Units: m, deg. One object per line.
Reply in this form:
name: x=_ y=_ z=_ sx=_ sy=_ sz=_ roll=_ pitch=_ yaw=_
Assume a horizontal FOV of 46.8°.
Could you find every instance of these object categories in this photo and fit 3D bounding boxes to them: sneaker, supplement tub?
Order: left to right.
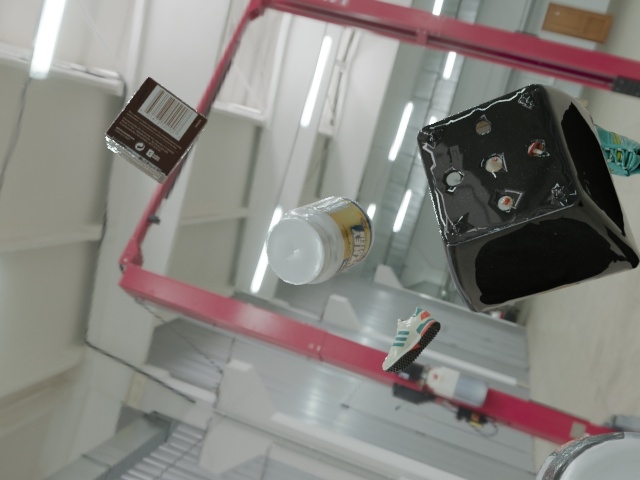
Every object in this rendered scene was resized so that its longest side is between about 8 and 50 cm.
supplement tub: x=0.000 y=0.000 z=1.386 sx=0.200 sy=0.144 sz=0.144 roll=-24 pitch=-49 yaw=-59
sneaker: x=0.185 y=0.214 z=1.601 sx=0.161 sy=0.075 sz=0.057 roll=-50 pitch=-40 yaw=14
sneaker: x=0.583 y=-0.177 z=1.489 sx=0.275 sy=0.110 sz=0.107 roll=-3 pitch=-66 yaw=-37
supplement tub: x=0.396 y=0.366 z=0.996 sx=0.338 sy=0.207 sz=0.207 roll=51 pitch=-123 yaw=-70

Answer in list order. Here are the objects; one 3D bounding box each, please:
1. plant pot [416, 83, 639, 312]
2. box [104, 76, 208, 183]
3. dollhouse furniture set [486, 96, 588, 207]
plant pot: x=0.193 y=-0.051 z=0.748 sx=0.167 sy=0.188 sz=0.187 roll=28 pitch=-133 yaw=-59
box: x=-0.385 y=-0.250 z=1.727 sx=0.167 sy=0.168 sz=0.203 roll=-57 pitch=12 yaw=-9
dollhouse furniture set: x=0.460 y=-0.178 z=1.631 sx=0.259 sy=0.135 sz=0.262 roll=-47 pitch=-25 yaw=-50
